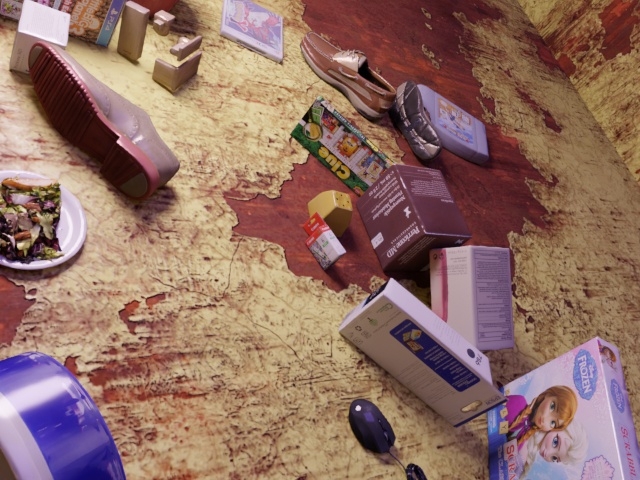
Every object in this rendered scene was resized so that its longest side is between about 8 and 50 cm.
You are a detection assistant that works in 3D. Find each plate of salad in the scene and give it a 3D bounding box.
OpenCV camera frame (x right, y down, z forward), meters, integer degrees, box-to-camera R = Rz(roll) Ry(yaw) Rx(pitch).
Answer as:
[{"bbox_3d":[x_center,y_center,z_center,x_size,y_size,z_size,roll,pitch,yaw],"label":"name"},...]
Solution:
[{"bbox_3d":[-0.486,-0.043,1.024,0.200,0.048,0.200,22,46,-25],"label":"plate of salad"}]

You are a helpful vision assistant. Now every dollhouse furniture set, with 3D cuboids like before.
[{"bbox_3d":[-0.358,-0.455,1.408,0.151,0.144,0.123,26,38,1],"label":"dollhouse furniture set"}]

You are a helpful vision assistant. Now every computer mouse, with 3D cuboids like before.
[{"bbox_3d":[0.140,0.399,1.170,0.242,0.041,0.071,50,41,5],"label":"computer mouse"}]

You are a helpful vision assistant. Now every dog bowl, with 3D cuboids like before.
[{"bbox_3d":[-0.343,0.269,0.722,0.104,0.265,0.265,-23,73,-48],"label":"dog bowl"}]

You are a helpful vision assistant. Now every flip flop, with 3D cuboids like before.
[{"bbox_3d":[0.293,-0.356,1.863,0.080,0.112,0.277,11,50,-55],"label":"flip flop"}]

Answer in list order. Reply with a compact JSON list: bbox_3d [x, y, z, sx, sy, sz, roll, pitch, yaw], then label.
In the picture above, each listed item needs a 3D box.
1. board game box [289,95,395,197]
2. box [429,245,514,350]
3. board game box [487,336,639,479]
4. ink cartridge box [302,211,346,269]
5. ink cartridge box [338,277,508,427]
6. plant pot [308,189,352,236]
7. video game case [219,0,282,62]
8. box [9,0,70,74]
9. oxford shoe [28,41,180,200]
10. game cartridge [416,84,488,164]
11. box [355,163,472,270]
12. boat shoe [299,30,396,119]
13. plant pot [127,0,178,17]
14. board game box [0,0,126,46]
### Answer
[{"bbox_3d":[0.057,-0.224,1.537,0.260,0.136,0.030,41,45,-3],"label":"board game box"},{"bbox_3d":[0.345,0.132,1.419,0.148,0.127,0.232,4,82,-38],"label":"box"},{"bbox_3d":[0.463,0.396,1.222,0.066,0.318,0.318,29,43,-17],"label":"board game box"},{"bbox_3d":[0.000,0.000,1.364,0.029,0.063,0.115,-21,72,-48],"label":"ink cartridge box"},{"bbox_3d":[0.212,0.235,1.267,0.333,0.165,0.065,41,40,-5],"label":"ink cartridge box"},{"bbox_3d":[0.030,-0.070,1.429,0.081,0.083,0.081,13,49,-30],"label":"plant pot"},{"bbox_3d":[-0.189,-0.600,1.729,0.183,0.023,0.201,19,47,-26],"label":"video game case"},{"bbox_3d":[-0.549,-0.390,1.213,0.087,0.101,0.102,14,50,-30],"label":"box"},{"bbox_3d":[-0.415,-0.236,1.194,0.348,0.123,0.130,53,38,-7],"label":"oxford shoe"},{"bbox_3d":[0.423,-0.370,2.010,0.297,0.062,0.198,27,40,-19],"label":"game cartridge"},{"bbox_3d":[0.223,-0.053,1.504,0.167,0.168,0.203,3,55,-38],"label":"box"},{"bbox_3d":[0.090,-0.496,1.794,0.324,0.120,0.122,41,41,-4],"label":"boat shoe"},{"bbox_3d":[-0.392,-0.646,1.486,0.201,0.180,0.201,21,46,-24],"label":"plant pot"},{"bbox_3d":[-0.580,-0.576,1.309,0.291,0.141,0.232,8,53,-34],"label":"board game box"}]
